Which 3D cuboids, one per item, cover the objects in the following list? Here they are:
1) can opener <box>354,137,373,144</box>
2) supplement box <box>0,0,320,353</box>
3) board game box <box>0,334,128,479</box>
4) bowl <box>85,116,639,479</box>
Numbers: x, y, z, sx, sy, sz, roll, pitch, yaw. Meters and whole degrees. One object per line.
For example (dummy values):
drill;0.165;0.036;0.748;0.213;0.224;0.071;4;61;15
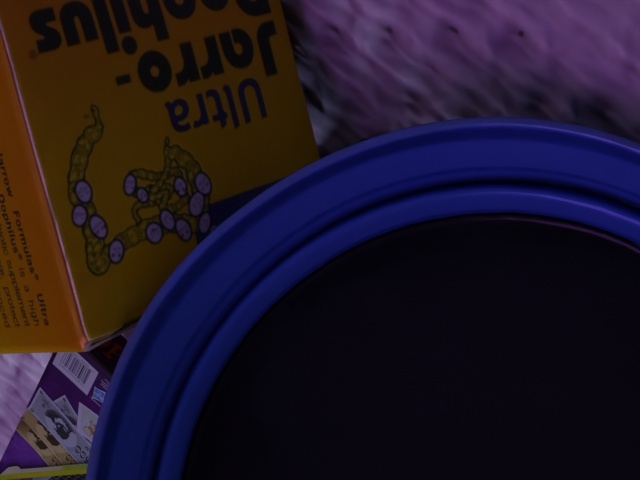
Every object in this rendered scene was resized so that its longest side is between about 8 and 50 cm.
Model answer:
can opener;0.000;0.000;0.993;0.186;0.073;0.059;117;146;-47
supplement box;-0.194;-0.049;0.982;0.357;0.194;0.195;-6;102;46
board game box;-0.089;0.239;1.158;0.347;0.056;0.208;42;121;15
bowl;0.080;0.136;0.788;0.391;0.391;0.077;33;173;19
